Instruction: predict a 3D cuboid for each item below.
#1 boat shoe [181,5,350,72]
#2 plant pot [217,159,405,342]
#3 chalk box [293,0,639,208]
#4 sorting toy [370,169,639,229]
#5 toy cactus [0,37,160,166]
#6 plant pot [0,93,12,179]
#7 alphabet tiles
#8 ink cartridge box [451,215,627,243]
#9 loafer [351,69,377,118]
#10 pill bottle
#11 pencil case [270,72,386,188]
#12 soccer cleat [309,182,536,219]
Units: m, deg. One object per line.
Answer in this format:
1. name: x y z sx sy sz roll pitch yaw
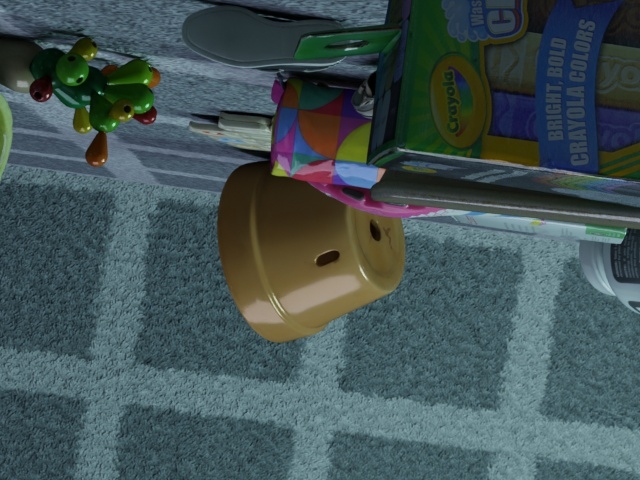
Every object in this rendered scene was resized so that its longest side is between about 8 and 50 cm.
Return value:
1. boat shoe: -0.041 -0.148 1.031 0.125 0.046 0.038 0 174 -9
2. plant pot: 0.000 0.000 2.159 0.203 0.291 0.291 -13 168 28
3. chalk box: 0.095 -0.098 0.715 0.213 0.132 0.132 9 179 -5
4. sorting toy: 0.210 -0.064 0.886 0.307 0.041 0.229 7 -144 23
5. toy cactus: -0.246 -0.145 1.321 0.180 0.112 0.219 17 -173 5
6. plant pot: -0.474 -0.086 1.291 0.253 0.276 0.276 33 -178 9
7. alphabet tiles: -0.013 -0.128 1.777 0.277 0.021 0.284 6 178 22
8. ink cartridge box: 0.270 -0.057 1.697 0.212 0.093 0.154 6 177 11
9. loafer: 0.059 -0.134 1.161 0.039 0.045 0.125 28 162 -26
10. pill bottle: 0.481 0.018 1.805 0.176 0.176 0.318 9 178 -25
11. pencil case: 0.064 -0.099 1.316 0.236 0.105 0.104 10 178 0
12. soccer cleat: 0.134 -0.072 1.439 0.331 0.116 0.143 7 178 7
